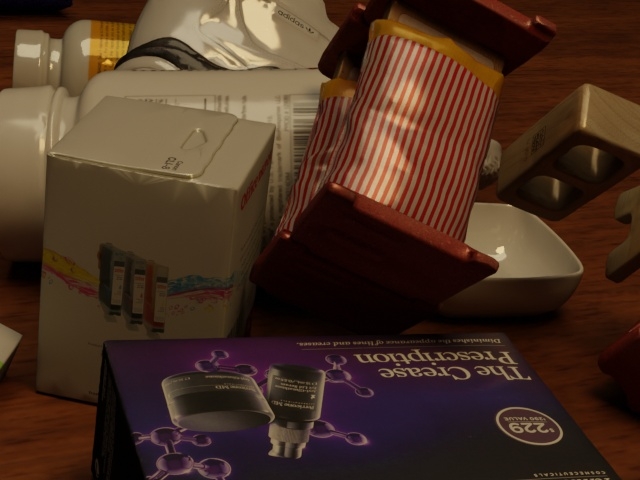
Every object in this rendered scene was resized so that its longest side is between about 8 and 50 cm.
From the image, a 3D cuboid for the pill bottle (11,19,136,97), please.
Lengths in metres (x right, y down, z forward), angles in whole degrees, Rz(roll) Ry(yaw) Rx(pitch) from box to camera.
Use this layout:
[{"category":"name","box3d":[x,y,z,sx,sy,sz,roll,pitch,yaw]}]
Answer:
[{"category":"pill bottle","box3d":[-0.184,-0.147,1.336,0.208,0.118,0.117,3,25,-10]}]

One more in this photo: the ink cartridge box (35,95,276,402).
[{"category":"ink cartridge box","box3d":[-0.110,0.009,0.950,0.127,0.176,0.128,11,24,5]}]

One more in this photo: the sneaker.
[{"category":"sneaker","box3d":[0.003,-0.166,1.258,0.365,0.210,0.137,13,-18,-17]}]

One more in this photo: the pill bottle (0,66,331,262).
[{"category":"pill bottle","box3d":[-0.102,-0.053,1.090,0.283,0.160,0.160,0,25,-2]}]

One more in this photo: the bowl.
[{"category":"bowl","box3d":[0.129,0.020,1.155,0.142,0.053,0.142,0,25,-19]}]

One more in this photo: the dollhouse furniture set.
[{"category":"dollhouse furniture set","box3d":[0.161,-0.011,0.959,0.374,0.152,0.201,24,60,-15]}]

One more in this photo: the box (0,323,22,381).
[{"category":"box","box3d":[-0.279,0.079,0.858,0.145,0.038,0.186,29,23,-4]}]

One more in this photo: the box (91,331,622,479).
[{"category":"box","box3d":[0.015,0.139,0.806,0.261,0.103,0.184,0,29,-19]}]

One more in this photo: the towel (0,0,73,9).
[{"category":"towel","box3d":[-0.474,-0.328,1.701,0.308,0.076,0.228,-4,34,-26]}]
